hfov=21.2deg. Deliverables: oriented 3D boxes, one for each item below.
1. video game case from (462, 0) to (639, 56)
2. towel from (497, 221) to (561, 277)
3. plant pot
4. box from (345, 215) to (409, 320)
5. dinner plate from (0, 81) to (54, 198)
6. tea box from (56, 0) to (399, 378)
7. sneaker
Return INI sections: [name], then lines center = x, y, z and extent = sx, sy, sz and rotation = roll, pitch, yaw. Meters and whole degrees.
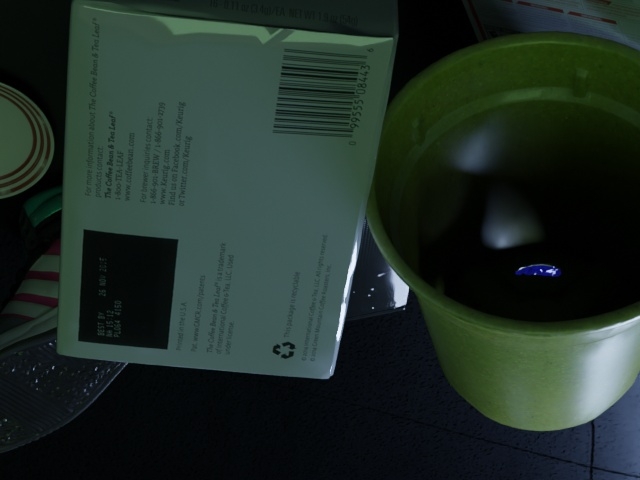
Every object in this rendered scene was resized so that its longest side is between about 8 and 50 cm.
[video game case]
center = 0.168, -0.235, 1.315
extent = 0.204, 0.025, 0.285
rotation = 20, 151, 40
[towel]
center = 0.255, -0.020, 1.543
extent = 0.308, 0.076, 0.228
rotation = 18, 123, -24
[plant pot]
center = 0.178, 0.019, 1.370
extent = 0.276, 0.276, 0.254
rotation = -5, 146, 2
[box]
center = 0.000, 0.000, 1.563
extent = 0.184, 0.045, 0.191
rotation = -8, 133, -18
[dinner plate]
center = -0.307, -0.093, 1.521
extent = 0.141, 0.017, 0.141
rotation = -1, 130, -1
[tea box]
center = -0.074, -0.125, 1.297
extent = 0.220, 0.323, 0.329
rotation = 5, 132, -6
[sneaker]
center = -0.246, 0.051, 1.542
extent = 0.295, 0.178, 0.124
rotation = -39, 127, -7
